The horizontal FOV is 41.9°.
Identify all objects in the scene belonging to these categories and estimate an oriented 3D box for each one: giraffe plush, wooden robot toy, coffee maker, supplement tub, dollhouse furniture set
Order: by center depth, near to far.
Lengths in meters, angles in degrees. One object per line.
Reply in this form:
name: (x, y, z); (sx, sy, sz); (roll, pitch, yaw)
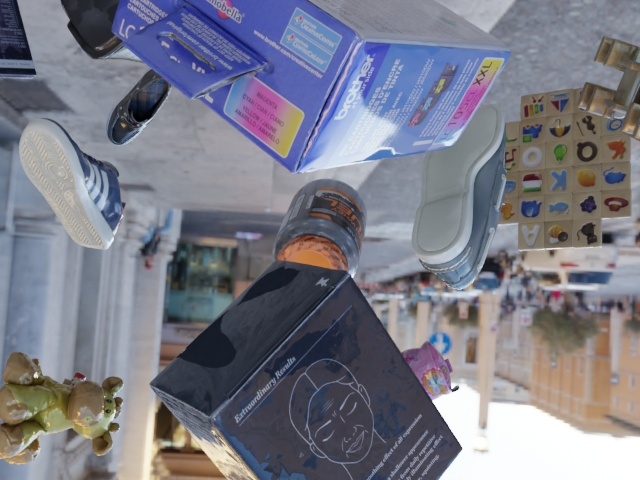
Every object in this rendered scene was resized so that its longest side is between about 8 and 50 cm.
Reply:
coffee maker: (-0.262, -0.309, 1.198); (0.171, 0.120, 0.178); (33, -164, 6)
dollhouse furniture set: (0.533, -0.262, 1.245); (0.161, 0.242, 0.212); (14, -162, -12)
giraffe plush: (-0.415, 0.277, 1.361); (0.170, 0.181, 0.210); (6, 174, -1)
wooden robot toy: (-0.481, 0.272, 1.529); (0.079, 0.076, 0.173); (23, 158, -14)
supplement tub: (0.000, 0.000, 1.899); (0.193, 0.194, 0.316); (4, -153, 7)

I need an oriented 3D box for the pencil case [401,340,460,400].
pencil case: (0.125, 0.299, 1.668); (0.284, 0.124, 0.124); (-25, 171, 8)

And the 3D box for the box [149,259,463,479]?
box: (-0.013, 0.277, 1.302); (0.212, 0.293, 0.395); (8, 137, 55)

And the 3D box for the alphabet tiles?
alphabet tiles: (0.495, -0.149, 1.731); (0.285, 0.343, 0.011); (-4, 166, 32)

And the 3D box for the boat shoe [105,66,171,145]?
boat shoe: (-0.372, -0.269, 1.718); (0.080, 0.076, 0.228); (34, 119, -28)

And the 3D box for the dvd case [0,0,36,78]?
dvd case: (-0.485, -0.330, 1.139); (0.018, 0.221, 0.164); (-16, 180, 34)

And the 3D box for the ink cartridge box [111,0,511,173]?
ink cartridge box: (-0.016, -0.208, 0.863); (0.270, 0.151, 0.395); (39, -153, 22)

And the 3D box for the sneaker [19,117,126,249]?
sneaker: (-0.490, -0.140, 1.700); (0.131, 0.148, 0.350); (12, 144, 16)

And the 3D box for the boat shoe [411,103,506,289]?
boat shoe: (0.213, -0.069, 1.216); (0.116, 0.319, 0.099); (-9, 133, 35)
